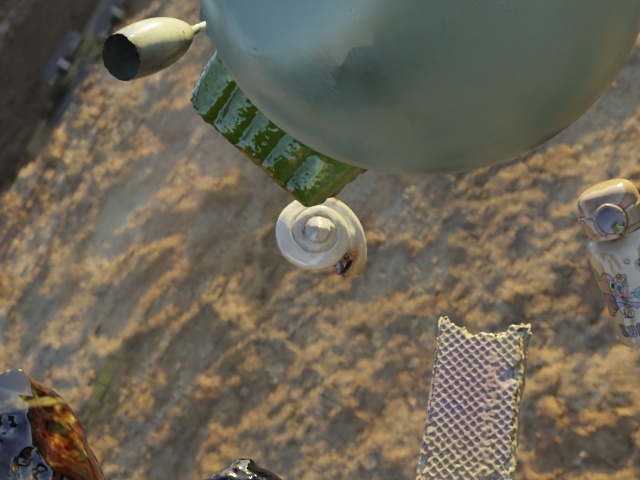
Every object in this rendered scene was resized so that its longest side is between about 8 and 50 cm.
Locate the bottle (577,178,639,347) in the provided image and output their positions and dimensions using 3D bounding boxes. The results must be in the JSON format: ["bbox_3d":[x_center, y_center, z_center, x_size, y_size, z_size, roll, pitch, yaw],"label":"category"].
[{"bbox_3d":[0.391,0.027,1.412,0.097,0.209,0.110,-20,12,21],"label":"bottle"}]

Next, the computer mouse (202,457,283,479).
[{"bbox_3d":[-0.098,0.478,1.632,0.182,0.323,0.116,-6,20,19],"label":"computer mouse"}]

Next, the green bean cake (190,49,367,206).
[{"bbox_3d":[-0.017,-0.180,1.441,0.125,0.248,0.222,-46,-1,43],"label":"green bean cake"}]

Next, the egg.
[{"bbox_3d":[0.059,-0.135,0.576,0.202,0.282,0.203,4,97,36],"label":"egg"}]

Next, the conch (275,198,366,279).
[{"bbox_3d":[0.003,-0.011,1.864,0.255,0.158,0.127,-148,73,-87],"label":"conch"}]

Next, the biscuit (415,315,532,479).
[{"bbox_3d":[0.172,0.196,1.246,0.108,0.062,0.239,5,55,12],"label":"biscuit"}]

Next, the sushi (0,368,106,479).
[{"bbox_3d":[-0.381,0.357,1.369,0.281,0.299,0.294,-32,69,-15],"label":"sushi"}]

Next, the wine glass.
[{"bbox_3d":[-0.163,-0.224,1.226,0.066,0.066,0.198,-34,2,37],"label":"wine glass"}]
